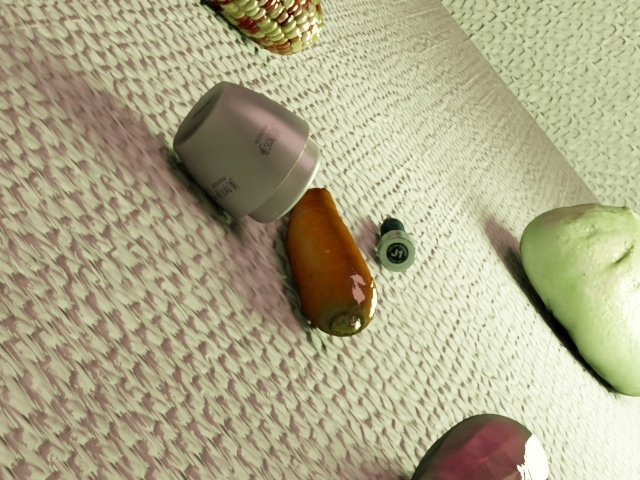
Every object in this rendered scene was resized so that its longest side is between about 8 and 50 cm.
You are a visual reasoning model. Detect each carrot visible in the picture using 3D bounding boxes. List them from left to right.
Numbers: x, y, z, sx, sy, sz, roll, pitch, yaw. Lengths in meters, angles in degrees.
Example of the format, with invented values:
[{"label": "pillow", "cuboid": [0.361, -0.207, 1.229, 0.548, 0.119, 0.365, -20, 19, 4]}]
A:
[{"label": "carrot", "cuboid": [0.000, -0.001, 1.363, 0.066, 0.062, 0.271, 11, 24, -16]}]

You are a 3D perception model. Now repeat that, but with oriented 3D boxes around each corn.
[{"label": "corn", "cuboid": [-0.093, -0.275, 1.696, 0.253, 0.086, 0.086, 39, 18, -39]}]

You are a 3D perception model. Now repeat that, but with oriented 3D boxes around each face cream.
[{"label": "face cream", "cuboid": [-0.055, -0.067, 1.277, 0.095, 0.091, 0.091, 38, 18, -20]}]

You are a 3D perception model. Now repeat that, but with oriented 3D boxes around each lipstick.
[{"label": "lipstick", "cuboid": [0.072, -0.001, 1.638, 0.037, 0.037, 0.116, 49, 10, -11]}]

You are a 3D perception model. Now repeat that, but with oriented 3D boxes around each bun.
[{"label": "bun", "cuboid": [0.389, 0.059, 2.191, 0.283, 0.179, 0.283, 50, 14, -18]}]

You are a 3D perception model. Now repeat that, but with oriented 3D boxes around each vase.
[{"label": "vase", "cuboid": [0.090, 0.174, 1.163, 0.086, 0.086, 0.214, 54, 19, 11]}]
